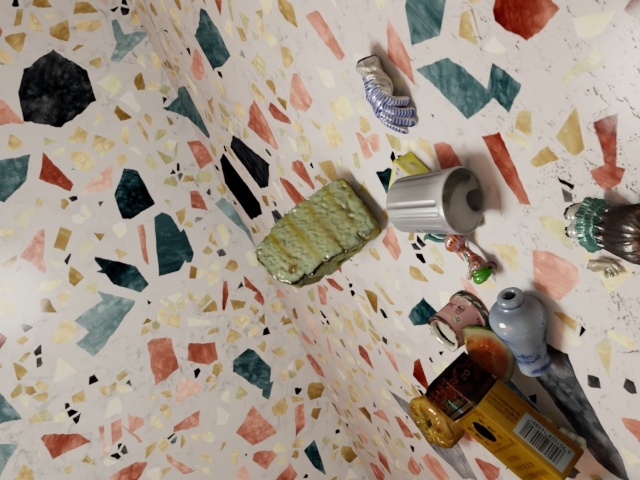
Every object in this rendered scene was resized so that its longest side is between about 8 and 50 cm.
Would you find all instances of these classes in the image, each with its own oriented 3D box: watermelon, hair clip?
[{"bbox_3d":[0.488,0.329,1.892,0.245,0.119,0.063,62,173,-25],"label":"watermelon"},{"bbox_3d":[0.669,0.556,1.907,0.220,0.054,0.140,30,144,42],"label":"hair clip"}]

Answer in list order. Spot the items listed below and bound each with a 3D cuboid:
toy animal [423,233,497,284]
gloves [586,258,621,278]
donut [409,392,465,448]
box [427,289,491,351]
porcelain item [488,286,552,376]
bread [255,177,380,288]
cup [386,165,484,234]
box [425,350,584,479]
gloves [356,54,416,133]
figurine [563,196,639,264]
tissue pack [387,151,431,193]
[{"bbox_3d":[0.379,0.029,1.781,0.208,0.100,0.103,39,-178,13],"label":"toy animal"},{"bbox_3d":[0.601,0.055,1.408,0.081,0.037,0.044,28,170,35],"label":"gloves"},{"bbox_3d":[0.435,0.668,2.450,0.226,0.113,0.227,46,154,30],"label":"donut"},{"bbox_3d":[0.405,0.244,1.943,0.151,0.135,0.151,48,157,28],"label":"box"},{"bbox_3d":[0.522,0.234,1.693,0.141,0.141,0.259,22,146,56],"label":"porcelain item"},{"bbox_3d":[-0.006,0.006,2.204,0.239,0.395,0.264,52,177,15],"label":"bread"},{"bbox_3d":[0.296,-0.075,1.673,0.202,0.167,0.221,-1,127,50],"label":"cup"},{"bbox_3d":[0.509,0.517,1.894,0.415,0.116,0.264,40,161,13],"label":"box"},{"bbox_3d":[0.169,-0.377,1.722,0.229,0.097,0.119,54,-172,-1],"label":"gloves"},{"bbox_3d":[0.576,-0.031,1.273,0.245,0.110,0.138,-157,59,-65],"label":"figurine"},{"bbox_3d":[0.248,-0.153,1.860,0.095,0.062,0.176,49,157,28],"label":"tissue pack"}]
